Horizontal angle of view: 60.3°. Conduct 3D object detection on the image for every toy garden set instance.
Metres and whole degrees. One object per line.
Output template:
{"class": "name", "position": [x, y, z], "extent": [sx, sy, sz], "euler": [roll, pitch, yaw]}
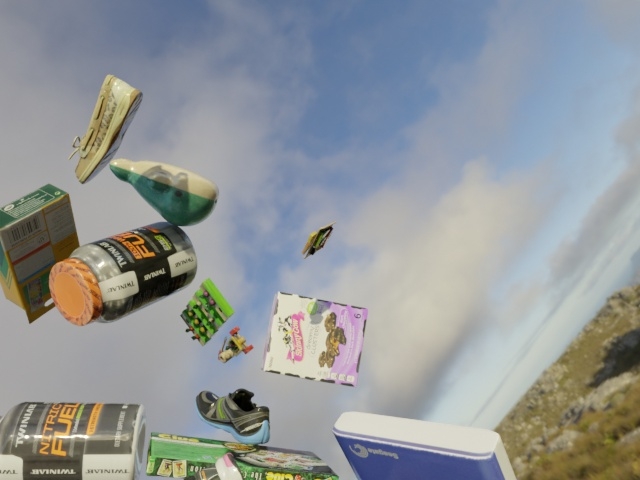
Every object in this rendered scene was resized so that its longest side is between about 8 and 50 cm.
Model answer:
{"class": "toy garden set", "position": [-0.278, 0.234, 1.409], "extent": [0.049, 0.204, 0.244], "euler": [-33, -9, -38]}

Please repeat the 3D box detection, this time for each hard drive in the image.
{"class": "hard drive", "position": [0.162, 0.355, 0.683], "extent": [0.040, 0.210, 0.319], "euler": [-44, -62, -43]}

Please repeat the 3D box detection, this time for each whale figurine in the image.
{"class": "whale figurine", "position": [-0.397, -0.122, 1.388], "extent": [0.216, 0.271, 0.141], "euler": [-101, 28, -89]}

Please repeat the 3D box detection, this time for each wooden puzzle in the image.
{"class": "wooden puzzle", "position": [0.000, 0.000, 0.997], "extent": [0.116, 0.014, 0.079], "euler": [-35, -22, -57]}

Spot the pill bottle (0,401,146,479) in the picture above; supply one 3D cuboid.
{"class": "pill bottle", "position": [-0.402, 0.315, 0.843], "extent": [0.245, 0.131, 0.131], "euler": [4, -45, -10]}

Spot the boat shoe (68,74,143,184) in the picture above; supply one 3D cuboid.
{"class": "boat shoe", "position": [-0.537, -0.267, 1.351], "extent": [0.285, 0.089, 0.105], "euler": [-53, 12, 17]}

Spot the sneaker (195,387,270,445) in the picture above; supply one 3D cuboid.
{"class": "sneaker", "position": [-0.146, 0.288, 0.940], "extent": [0.067, 0.188, 0.078], "euler": [16, -98, -43]}

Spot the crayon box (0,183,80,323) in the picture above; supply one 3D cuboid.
{"class": "crayon box", "position": [-0.749, 0.037, 1.462], "extent": [0.203, 0.083, 0.323], "euler": [-45, -30, -45]}

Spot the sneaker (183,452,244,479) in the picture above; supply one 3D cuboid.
{"class": "sneaker", "position": [-0.139, 0.337, 0.680], "extent": [0.077, 0.072, 0.179], "euler": [-10, -62, -24]}

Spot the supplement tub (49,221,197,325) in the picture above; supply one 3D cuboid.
{"class": "supplement tub", "position": [-0.470, 0.078, 1.337], "extent": [0.316, 0.193, 0.194], "euler": [-28, -32, -55]}

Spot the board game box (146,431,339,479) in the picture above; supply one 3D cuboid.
{"class": "board game box", "position": [-0.116, 0.319, 0.793], "extent": [0.136, 0.259, 0.031], "euler": [166, 116, -74]}

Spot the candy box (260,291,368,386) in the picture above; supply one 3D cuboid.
{"class": "candy box", "position": [-0.013, 0.206, 1.150], "extent": [0.070, 0.196, 0.165], "euler": [140, 140, -76]}
